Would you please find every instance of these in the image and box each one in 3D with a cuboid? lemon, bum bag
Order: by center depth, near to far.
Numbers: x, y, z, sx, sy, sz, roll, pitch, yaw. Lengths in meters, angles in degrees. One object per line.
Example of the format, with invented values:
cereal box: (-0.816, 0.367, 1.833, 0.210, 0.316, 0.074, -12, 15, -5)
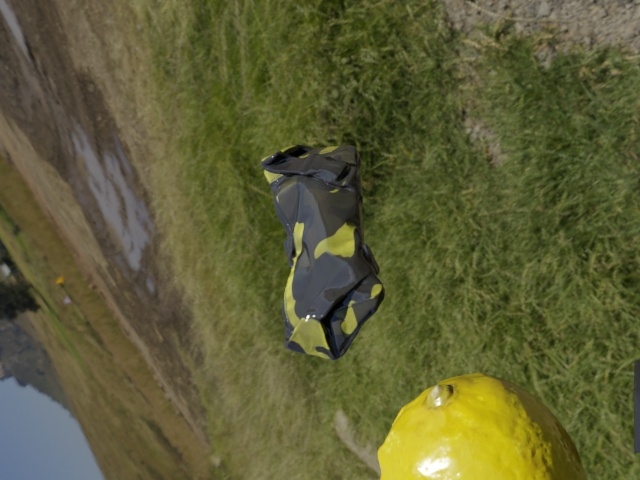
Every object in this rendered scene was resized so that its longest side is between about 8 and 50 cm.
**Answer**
bum bag: (0.000, 0.000, 0.601, 0.060, 0.106, 0.232, 37, -145, -51)
lemon: (0.194, 0.288, 0.768, 0.233, 0.233, 0.288, 13, 137, 59)

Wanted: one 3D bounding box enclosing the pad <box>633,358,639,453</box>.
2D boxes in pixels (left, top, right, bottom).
pad: (0.681, 0.257, 1.136, 0.005, 0.202, 0.300, 34, 141, -16)
